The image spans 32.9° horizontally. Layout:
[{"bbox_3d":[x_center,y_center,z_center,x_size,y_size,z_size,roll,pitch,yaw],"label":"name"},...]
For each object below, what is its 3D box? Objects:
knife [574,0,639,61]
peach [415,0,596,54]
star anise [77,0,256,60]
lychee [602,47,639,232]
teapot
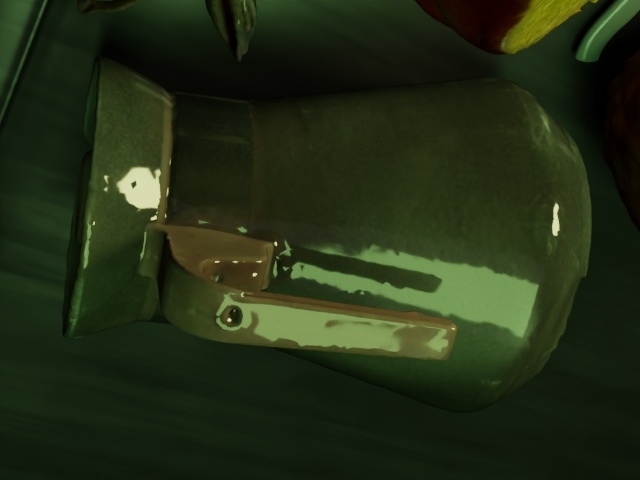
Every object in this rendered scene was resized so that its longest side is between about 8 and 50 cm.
[{"bbox_3d":[0.274,-0.220,0.845,0.028,0.015,0.210,30,115,-25],"label":"knife"},{"bbox_3d":[0.152,-0.255,0.639,0.275,0.248,0.245,-29,107,-3],"label":"peach"},{"bbox_3d":[-0.074,-0.221,0.706,0.236,0.093,0.229,-12,125,-11],"label":"star anise"},{"bbox_3d":[0.375,-0.067,0.855,0.300,0.255,0.255,19,121,-16],"label":"lychee"},{"bbox_3d":[0.000,0.000,0.771,0.344,0.300,0.253,6,110,-15],"label":"teapot"}]
